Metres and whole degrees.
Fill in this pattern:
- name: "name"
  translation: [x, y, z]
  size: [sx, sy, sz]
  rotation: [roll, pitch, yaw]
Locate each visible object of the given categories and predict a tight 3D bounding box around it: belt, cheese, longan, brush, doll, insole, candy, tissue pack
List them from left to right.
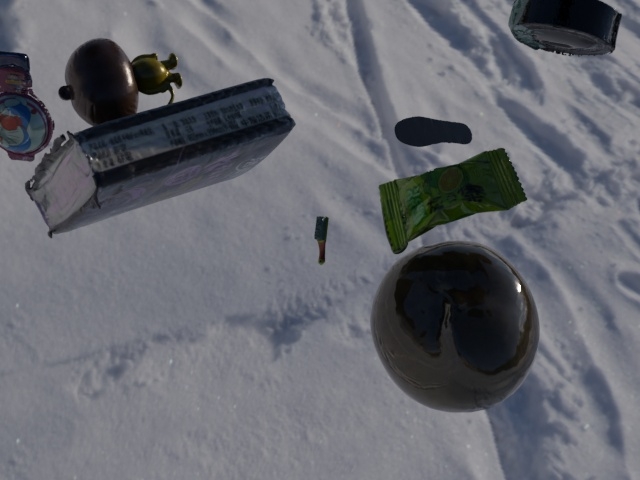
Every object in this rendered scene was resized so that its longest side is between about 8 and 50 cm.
- name: "cheese"
  translation: [-0.389, -0.170, 0.978]
  size: [0.095, 0.145, 0.038]
  rotation: [5, 26, 1]
- name: "doll"
  translation: [-0.316, -0.243, 1.214]
  size: [0.188, 0.096, 0.145]
  rotation: [8, 84, -26]
- name: "tissue pack"
  translation: [-0.246, -0.128, 1.196]
  size: [0.361, 0.259, 0.122]
  rotation: [-25, 91, -35]
- name: "brush"
  translation: [0.000, 0.000, 1.295]
  size: [0.019, 0.083, 0.021]
  rotation: [-1, -8, 38]
- name: "insole"
  translation: [0.270, -0.258, 1.814]
  size: [0.232, 0.003, 0.080]
  rotation: [-4, 73, -30]
- name: "candy"
  translation: [0.217, -0.080, 1.309]
  size: [0.247, 0.069, 0.148]
  rotation: [-18, 54, 14]
- name: "longan"
  translation: [0.239, 0.155, 1.366]
  size: [0.319, 0.318, 0.318]
  rotation: [14, 38, -12]
- name: "belt"
  translation: [0.446, -0.400, 1.406]
  size: [0.199, 0.078, 0.151]
  rotation: [13, -1, -2]
